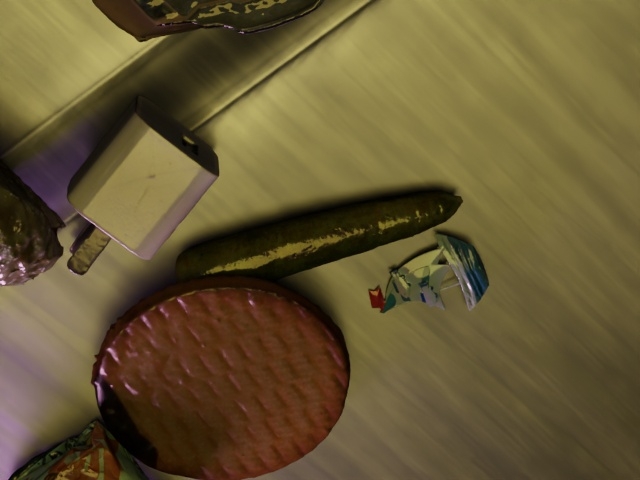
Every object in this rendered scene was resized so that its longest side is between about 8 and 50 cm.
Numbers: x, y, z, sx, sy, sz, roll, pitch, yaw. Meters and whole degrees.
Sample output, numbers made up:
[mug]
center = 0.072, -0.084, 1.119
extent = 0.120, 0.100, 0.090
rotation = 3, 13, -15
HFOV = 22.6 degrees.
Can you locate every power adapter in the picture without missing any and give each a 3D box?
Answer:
[power adapter]
center = -0.228, -0.047, 1.870
extent = 0.125, 0.130, 0.205
rotation = 37, 103, -16

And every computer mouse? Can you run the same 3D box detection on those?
[computer mouse]
center = -0.121, -0.322, 1.800
extent = 0.389, 0.115, 0.199
rotation = -10, 93, 11

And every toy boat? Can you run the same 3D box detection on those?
[toy boat]
center = 0.135, 0.040, 1.991
extent = 0.149, 0.034, 0.105
rotation = 1, 112, 8

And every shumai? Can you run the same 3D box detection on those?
[shumai]
center = -0.439, -0.022, 1.828
extent = 0.218, 0.189, 0.256
rotation = -42, 96, 9

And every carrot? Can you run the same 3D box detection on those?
[carrot]
center = 0.000, 0.000, 1.938
extent = 0.359, 0.074, 0.074
rotation = -15, 109, -1

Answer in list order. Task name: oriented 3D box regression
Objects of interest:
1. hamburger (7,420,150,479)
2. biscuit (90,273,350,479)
[hamburger]
center = -0.303, 0.367, 2.001
extent = 0.235, 0.125, 0.214
rotation = -35, 98, -8
[biscuit]
center = -0.120, 0.171, 1.964
extent = 0.318, 0.040, 0.317
rotation = -3, 126, -4
